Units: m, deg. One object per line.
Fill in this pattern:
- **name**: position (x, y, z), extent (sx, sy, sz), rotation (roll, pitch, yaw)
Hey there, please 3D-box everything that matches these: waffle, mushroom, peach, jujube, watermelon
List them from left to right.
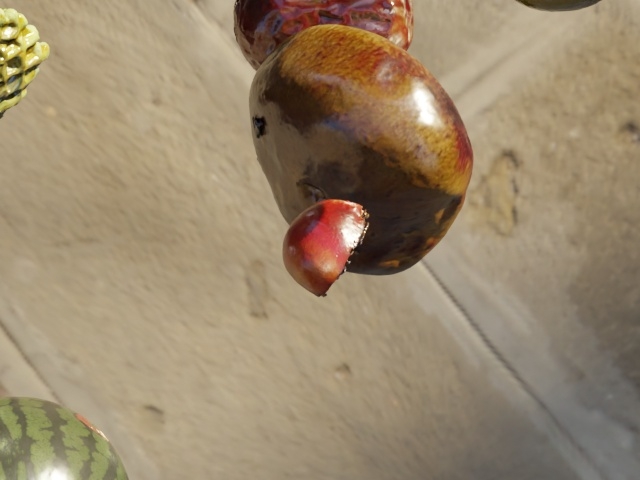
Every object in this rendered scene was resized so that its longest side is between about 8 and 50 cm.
- **waffle**: position (-0.489, -0.244, 1.932), extent (0.054, 0.223, 0.204), rotation (36, 92, 22)
- **watermelon**: position (-0.267, 0.239, 1.164), extent (0.212, 0.212, 0.212), rotation (-1, 79, 5)
- **peach**: position (-0.001, 0.001, 1.255), extent (0.061, 0.098, 0.098), rotation (28, 82, -14)
- **jujube**: position (0.002, -0.304, 1.837), extent (0.243, 0.183, 0.183), rotation (-3, 78, 14)
- **mushroom**: position (0.061, -0.130, 1.709), extent (0.345, 0.345, 0.259), rotation (44, 55, 11)

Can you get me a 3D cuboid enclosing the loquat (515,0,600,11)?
- **loquat**: position (0.192, -0.255, 1.052), extent (0.152, 0.195, 0.152), rotation (0, 108, 1)
